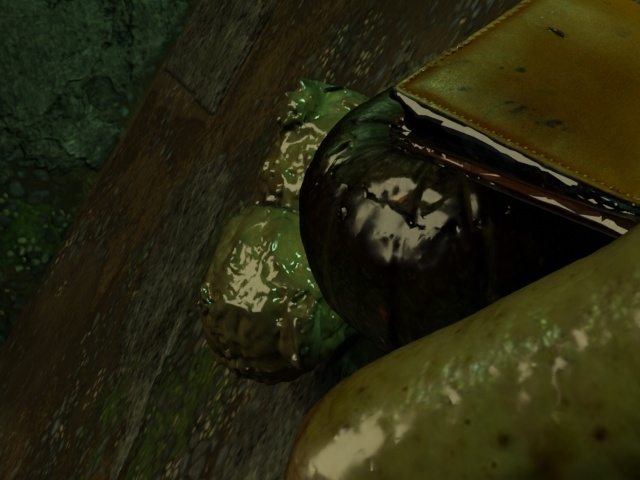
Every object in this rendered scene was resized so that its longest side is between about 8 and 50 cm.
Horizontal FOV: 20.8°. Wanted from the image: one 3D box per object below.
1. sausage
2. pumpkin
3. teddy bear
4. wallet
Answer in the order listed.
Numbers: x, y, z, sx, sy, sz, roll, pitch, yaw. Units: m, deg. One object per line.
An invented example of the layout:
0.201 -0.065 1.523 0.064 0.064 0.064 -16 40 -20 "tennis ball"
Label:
0.200 0.015 0.736 0.500 0.136 0.123 -34 -8 8 "sausage"
0.103 -0.022 1.040 0.238 0.238 0.159 -86 -12 -51 "pumpkin"
0.000 0.000 1.394 0.256 0.156 0.267 -67 20 -11 "teddy bear"
0.155 -0.067 0.937 0.161 0.195 0.042 -37 -41 -33 "wallet"
